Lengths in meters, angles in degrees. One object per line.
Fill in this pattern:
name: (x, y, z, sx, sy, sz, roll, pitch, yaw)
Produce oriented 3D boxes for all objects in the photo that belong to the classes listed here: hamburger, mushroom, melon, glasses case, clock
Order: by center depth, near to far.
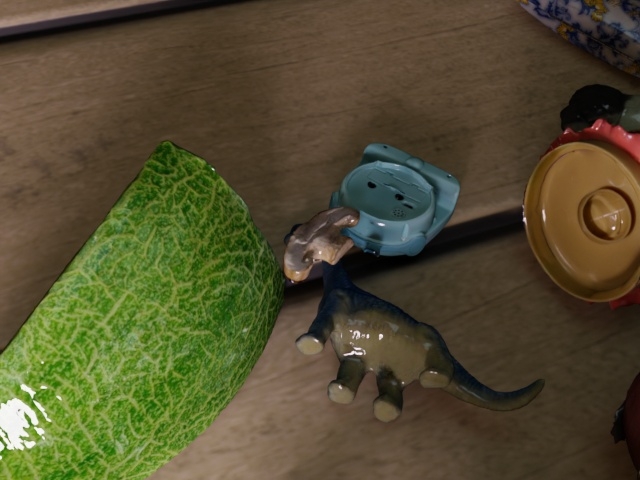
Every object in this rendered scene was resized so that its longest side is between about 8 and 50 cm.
melon: (-0.164, 0.095, 0.723, 0.124, 0.196, 0.323, 2, 46, 43)
mushroom: (0.000, 0.000, 0.826, 0.049, 0.019, 0.101, 28, 50, 17)
hamburger: (0.283, -0.028, 0.868, 0.137, 0.175, 0.175, -15, 52, -34)
clock: (0.060, -0.029, 0.901, 0.108, 0.045, 0.147, 26, 46, 17)
glasses case: (0.347, -0.260, 1.134, 0.248, 0.065, 0.087, 36, 52, 24)

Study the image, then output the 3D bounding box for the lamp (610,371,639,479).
lamp: (0.332, 0.129, 0.725, 0.258, 0.180, 0.180, -31, 60, -29)

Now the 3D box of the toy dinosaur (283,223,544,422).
toy dinosaur: (0.069, 0.065, 0.817, 0.247, 0.075, 0.188, 11, 38, 9)

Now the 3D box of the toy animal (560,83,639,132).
toy animal: (0.353, -0.089, 0.975, 0.225, 0.094, 0.121, 19, 40, 10)
